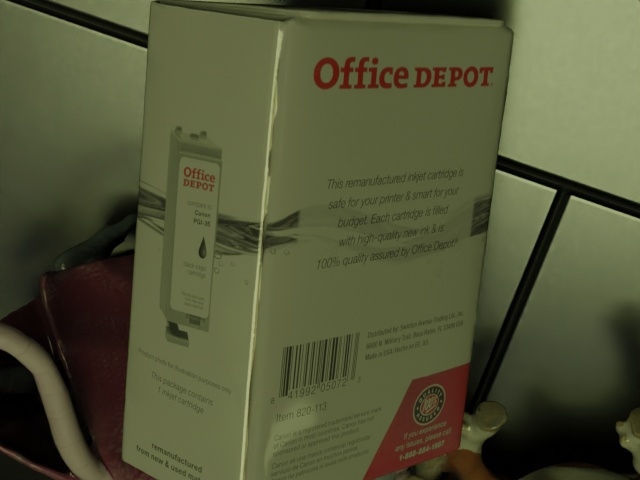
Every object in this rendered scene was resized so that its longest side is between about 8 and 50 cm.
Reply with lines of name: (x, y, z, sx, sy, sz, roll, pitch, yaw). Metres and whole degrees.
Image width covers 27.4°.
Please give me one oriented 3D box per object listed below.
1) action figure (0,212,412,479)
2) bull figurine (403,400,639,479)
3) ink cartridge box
action figure: (-0.096, 0.172, 0.891, 0.248, 0.276, 0.370, -30, 90, 14)
bull figurine: (0.197, 0.194, 0.903, 0.310, 0.101, 0.188, -7, 138, 18)
ink cartridge box: (0.000, 0.000, 0.794, 0.117, 0.207, 0.283, 17, 106, 41)
